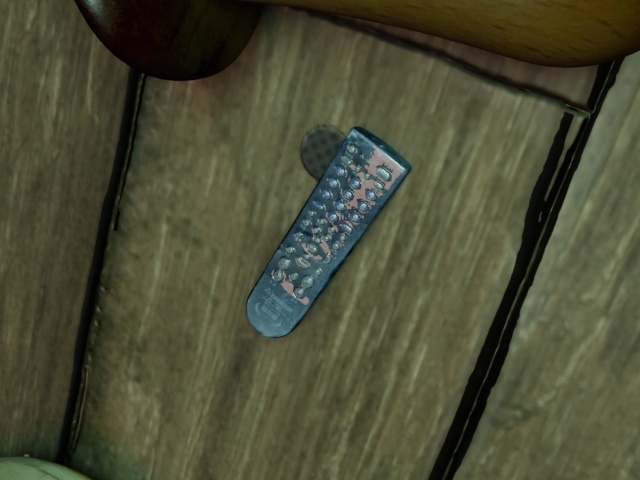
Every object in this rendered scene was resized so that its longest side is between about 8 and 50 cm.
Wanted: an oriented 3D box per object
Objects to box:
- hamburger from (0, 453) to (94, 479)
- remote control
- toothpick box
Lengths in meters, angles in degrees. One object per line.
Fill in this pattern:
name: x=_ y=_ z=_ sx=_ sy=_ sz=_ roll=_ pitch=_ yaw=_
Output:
hamburger: x=-0.251 y=0.287 z=0.725 sx=0.295 sy=0.151 sz=0.227 roll=-13 pitch=94 yaw=34
remote control: x=-0.001 y=0.000 z=0.574 sx=0.043 sy=0.027 sz=0.152 roll=42 pitch=118 yaw=16
toothpick box: x=0.010 y=-0.165 z=0.428 sx=0.294 sy=0.192 sz=0.192 roll=9 pitch=110 yaw=18
